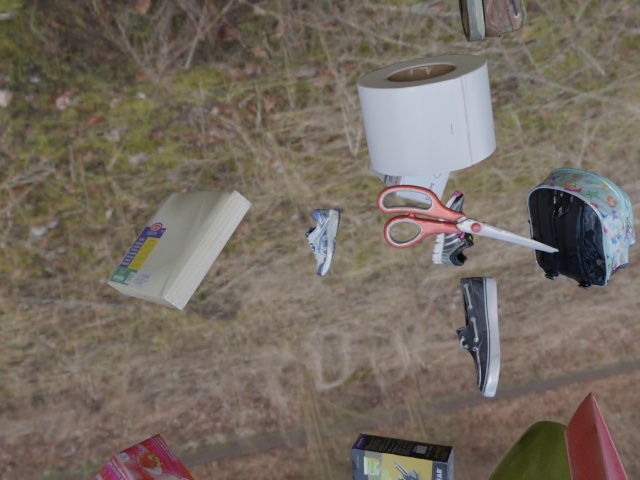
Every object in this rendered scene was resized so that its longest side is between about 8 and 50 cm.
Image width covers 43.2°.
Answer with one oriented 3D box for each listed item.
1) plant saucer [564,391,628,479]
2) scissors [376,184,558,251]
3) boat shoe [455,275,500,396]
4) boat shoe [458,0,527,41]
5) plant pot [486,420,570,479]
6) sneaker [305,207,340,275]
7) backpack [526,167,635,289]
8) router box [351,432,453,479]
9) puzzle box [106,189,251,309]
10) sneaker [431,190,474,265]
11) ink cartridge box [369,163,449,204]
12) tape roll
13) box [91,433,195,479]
[{"bbox_3d":[0.330,0.348,0.894,0.048,0.258,0.259,-18,120,21],"label":"plant saucer"},{"bbox_3d":[0.239,-0.035,1.325,0.297,0.109,0.021,3,-170,14],"label":"scissors"},{"bbox_3d":[0.388,0.237,2.012,0.102,0.301,0.108,0,168,2],"label":"boat shoe"},{"bbox_3d":[0.266,-0.472,1.272,0.104,0.111,0.307,-11,126,3],"label":"boat shoe"},{"bbox_3d":[0.480,0.553,1.757,0.275,0.275,0.293,-33,-160,50],"label":"plant pot"},{"bbox_3d":[0.000,0.000,1.486,0.058,0.135,0.052,10,-158,4],"label":"sneaker"},{"bbox_3d":[0.596,-0.045,1.853,0.191,0.253,0.225,-40,-144,-23],"label":"backpack"},{"bbox_3d":[0.207,0.650,2.021,0.243,0.309,0.081,3,-162,20],"label":"router box"},{"bbox_3d":[-0.328,0.011,1.812,0.052,0.272,0.409,39,163,-26],"label":"puzzle box"},{"bbox_3d":[0.274,-0.019,1.609,0.075,0.170,0.063,20,-148,21],"label":"sneaker"},{"bbox_3d":[0.244,-0.238,2.115,0.121,0.211,0.289,12,-164,-15],"label":"ink cartridge box"},{"bbox_3d":[0.202,-0.240,1.532,0.246,0.169,0.246,-9,-157,4],"label":"tape roll"},{"bbox_3d":[-0.275,0.483,1.403,0.122,0.257,0.128,-48,164,21],"label":"box"}]
